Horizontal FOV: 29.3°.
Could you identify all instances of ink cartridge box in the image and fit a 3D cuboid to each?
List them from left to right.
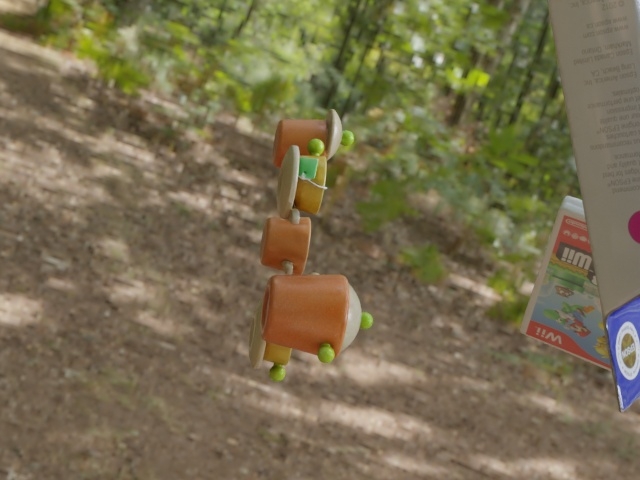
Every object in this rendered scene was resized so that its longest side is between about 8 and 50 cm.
[{"bbox_3d":[0.211,-0.097,0.757,0.069,0.371,0.175,-3,10,38],"label":"ink cartridge box"}]

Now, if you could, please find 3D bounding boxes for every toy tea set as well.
[{"bbox_3d":[0.000,0.000,1.448,0.124,0.336,0.200,8,-10,-9],"label":"toy tea set"}]

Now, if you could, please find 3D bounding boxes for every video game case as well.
[{"bbox_3d":[0.359,0.072,1.473,0.204,0.025,0.285,23,-31,13],"label":"video game case"}]
